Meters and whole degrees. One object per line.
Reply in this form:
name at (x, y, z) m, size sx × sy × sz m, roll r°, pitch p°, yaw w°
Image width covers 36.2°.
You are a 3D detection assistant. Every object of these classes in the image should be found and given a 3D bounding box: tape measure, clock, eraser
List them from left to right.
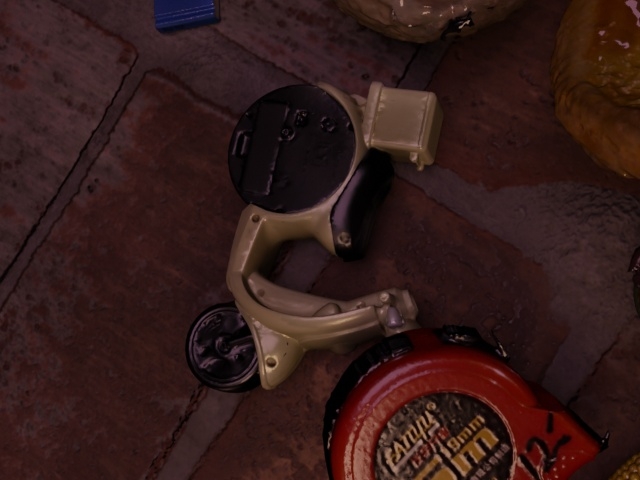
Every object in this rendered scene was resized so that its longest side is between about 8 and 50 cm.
eraser at (-0.175, -0.310, 1.281) m, size 0.084 × 0.027 × 0.063 m, roll -7°, pitch 77°, yaw 13°
clock at (0.000, 0.000, 1.140) m, size 0.276 × 0.120 × 0.379 m, roll 6°, pitch 81°, yaw 18°
tape measure at (0.132, 0.211, 1.035) m, size 0.260 × 0.114 × 0.253 m, roll 43°, pitch 93°, yaw -9°

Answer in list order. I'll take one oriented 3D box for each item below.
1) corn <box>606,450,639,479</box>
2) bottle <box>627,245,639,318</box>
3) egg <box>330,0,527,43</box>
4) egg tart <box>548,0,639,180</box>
corn at (0.294, 0.316, 1.026) m, size 0.081 × 0.081 × 0.248 m, roll 43°, pitch 93°, yaw 17°
bottle at (0.374, 0.040, 0.955) m, size 0.143 × 0.271 × 0.156 m, roll 18°, pitch 85°, yaw 16°
egg at (0.123, -0.355, 1.098) m, size 0.310 × 0.279 × 0.279 m, roll -1°, pitch 80°, yaw 16°
egg tart at (0.459, -0.184, 0.985) m, size 0.443 × 0.178 × 0.443 m, roll -19°, pitch 41°, yaw 17°
